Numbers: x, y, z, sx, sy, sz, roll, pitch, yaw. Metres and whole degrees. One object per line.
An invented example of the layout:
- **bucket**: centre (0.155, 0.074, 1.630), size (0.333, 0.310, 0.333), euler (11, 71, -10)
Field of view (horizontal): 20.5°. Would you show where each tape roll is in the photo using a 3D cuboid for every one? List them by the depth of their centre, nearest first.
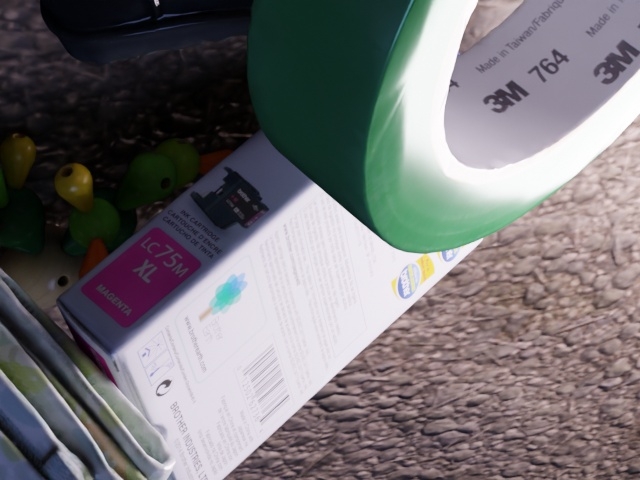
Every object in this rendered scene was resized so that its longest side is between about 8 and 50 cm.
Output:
- **tape roll**: centre (0.107, -0.143, 0.804), size (0.321, 0.077, 0.321), euler (-38, 154, -23)

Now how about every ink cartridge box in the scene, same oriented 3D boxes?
- **ink cartridge box**: centre (0.000, 0.000, 1.029), size (0.311, 0.065, 0.186), euler (-39, 149, -18)

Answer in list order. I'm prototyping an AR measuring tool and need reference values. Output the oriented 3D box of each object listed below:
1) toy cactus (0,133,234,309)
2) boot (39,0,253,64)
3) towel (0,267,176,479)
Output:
- **toy cactus**: centre (-0.136, 0.007, 1.054), size (0.219, 0.112, 0.180), euler (5, 152, -43)
- **boot**: centre (-0.048, -0.182, 0.805), size (0.246, 0.094, 0.207), euler (-13, 150, 8)
- **towel**: centre (-0.291, 0.126, 0.985), size (0.374, 0.320, 0.090), euler (-43, 178, 27)
